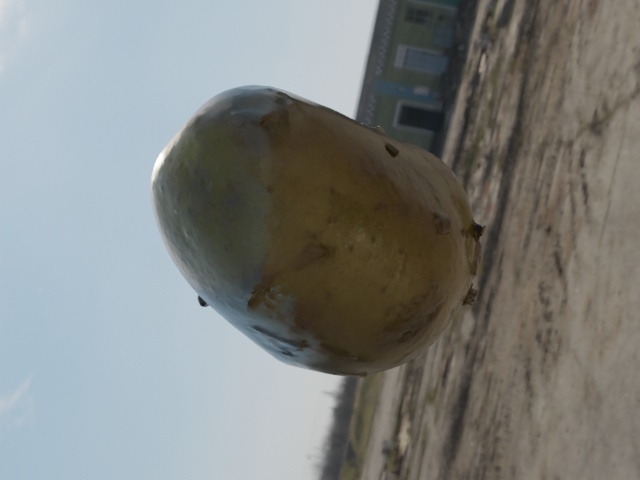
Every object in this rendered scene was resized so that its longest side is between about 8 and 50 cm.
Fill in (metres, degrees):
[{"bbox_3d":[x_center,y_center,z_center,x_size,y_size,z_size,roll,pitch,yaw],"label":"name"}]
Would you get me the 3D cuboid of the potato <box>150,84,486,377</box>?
[{"bbox_3d":[0.000,0.000,0.425,0.137,0.176,0.137,-26,55,46],"label":"potato"}]
